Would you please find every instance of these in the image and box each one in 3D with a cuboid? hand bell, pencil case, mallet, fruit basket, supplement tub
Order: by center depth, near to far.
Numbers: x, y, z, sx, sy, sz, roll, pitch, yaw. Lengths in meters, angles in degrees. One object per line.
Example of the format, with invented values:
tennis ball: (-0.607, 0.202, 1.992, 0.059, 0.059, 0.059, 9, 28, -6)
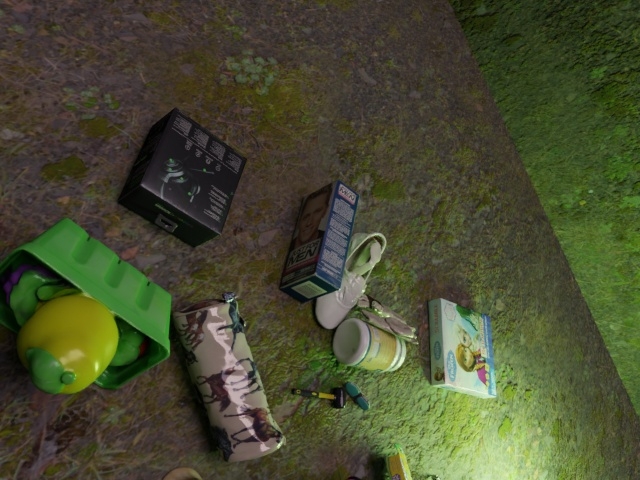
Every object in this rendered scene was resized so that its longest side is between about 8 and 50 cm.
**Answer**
fruit basket: (-0.495, 0.179, 1.204, 0.392, 0.283, 0.392, 35, 37, -32)
hand bell: (-0.242, 0.557, 1.327, 0.126, 0.242, 0.126, 20, 60, -39)
pencil case: (-0.220, 0.339, 1.499, 0.184, 0.160, 0.410, -17, 85, -32)
mallet: (-0.001, 0.440, 1.764, 0.190, 0.039, 0.062, 25, 57, -30)
supplement tub: (0.152, 0.328, 1.876, 0.200, 0.144, 0.144, 21, 60, -37)

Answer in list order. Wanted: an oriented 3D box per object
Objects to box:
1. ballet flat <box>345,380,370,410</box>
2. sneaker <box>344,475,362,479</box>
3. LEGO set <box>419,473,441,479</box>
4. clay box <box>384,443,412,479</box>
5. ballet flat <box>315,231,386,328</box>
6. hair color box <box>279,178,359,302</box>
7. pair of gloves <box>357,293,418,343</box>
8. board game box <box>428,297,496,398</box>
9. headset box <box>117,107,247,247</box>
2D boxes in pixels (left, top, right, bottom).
ballet flat: (0.113, 0.470, 1.863, 0.114, 0.041, 0.041, 55, 45, -13)
sneaker: (0.045, 0.728, 1.607, 0.483, 0.185, 0.202, 33, 44, -42)
LEGO set: (0.328, 0.852, 1.915, 0.244, 0.060, 0.182, -2, 75, -32)
clay box: (0.243, 0.725, 1.810, 0.127, 0.053, 0.222, 52, 20, -64)
ballet flat: (0.105, 0.106, 1.933, 0.139, 0.139, 0.400, 48, 47, -19)
hair color box: (0.000, 0.000, 1.843, 0.105, 0.174, 0.347, 34, 52, -28)
pair of gloves: (0.208, 0.240, 1.929, 0.204, 0.042, 0.240, 28, 9, -14)
board game box: (0.531, 0.406, 2.268, 0.318, 0.066, 0.318, 21, 60, -37)
headset box: (-0.356, -0.153, 1.590, 0.246, 0.131, 0.283, 34, 53, -31)
